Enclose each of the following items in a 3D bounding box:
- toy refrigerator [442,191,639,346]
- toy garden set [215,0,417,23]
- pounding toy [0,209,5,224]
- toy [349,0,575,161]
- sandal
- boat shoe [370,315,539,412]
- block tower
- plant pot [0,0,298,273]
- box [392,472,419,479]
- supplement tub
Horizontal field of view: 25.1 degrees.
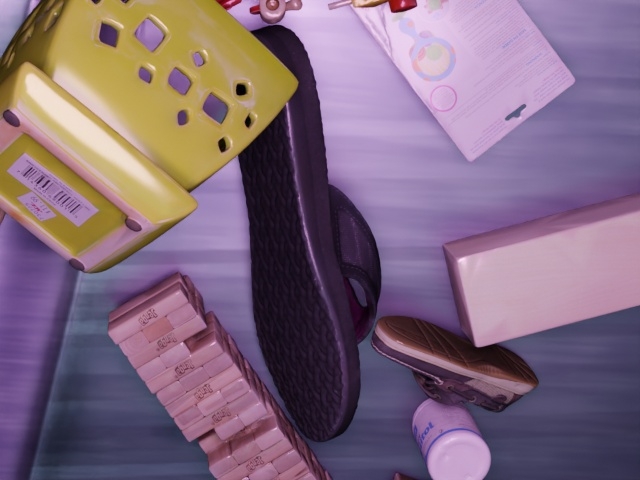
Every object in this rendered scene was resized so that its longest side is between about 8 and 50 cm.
[{"bbox_3d":[0.276,0.024,1.547,0.270,0.094,0.102,-15,102,-3],"label":"toy refrigerator"},{"bbox_3d":[-0.027,-0.302,1.387,0.244,0.049,0.203,-14,89,-3],"label":"toy garden set"},{"bbox_3d":[-0.389,-0.021,1.410,0.270,0.154,0.154,-28,109,2],"label":"pounding toy"},{"bbox_3d":[0.133,-0.216,1.467,0.137,0.056,0.237,-38,103,6],"label":"toy"},{"bbox_3d":[0.001,-0.001,1.474,0.107,0.167,0.445,-16,110,-28],"label":"sandal"},{"bbox_3d":[0.139,0.143,1.552,0.224,0.080,0.073,18,113,-35],"label":"boat shoe"},{"bbox_3d":[-0.096,0.190,1.550,0.097,0.091,0.335,-30,110,4],"label":"block tower"},{"bbox_3d":[-0.197,-0.111,1.330,0.228,0.227,0.207,41,55,-16],"label":"plant pot"},{"bbox_3d":[0.104,0.392,1.672,0.136,0.036,0.225,21,105,-13],"label":"box"},{"bbox_3d":[0.143,0.222,1.583,0.071,0.107,0.071,-2,107,-7],"label":"supplement tub"}]
